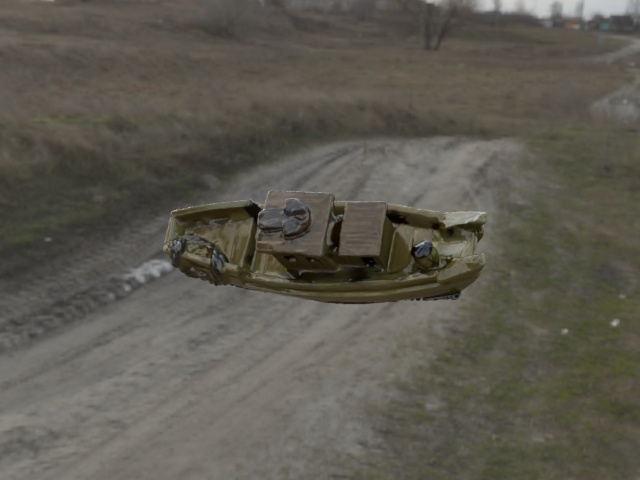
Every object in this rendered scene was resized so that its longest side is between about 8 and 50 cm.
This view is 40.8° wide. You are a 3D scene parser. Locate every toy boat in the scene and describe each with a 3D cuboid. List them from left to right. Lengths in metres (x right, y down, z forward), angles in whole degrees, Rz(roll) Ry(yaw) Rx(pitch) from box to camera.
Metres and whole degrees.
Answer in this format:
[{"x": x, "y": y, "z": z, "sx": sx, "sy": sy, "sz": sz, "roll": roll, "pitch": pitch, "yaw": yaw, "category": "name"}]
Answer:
[{"x": 0.000, "y": 0.000, "z": 0.519, "sx": 0.206, "sy": 0.064, "sz": 0.072, "roll": 0, "pitch": -24, "yaw": 23, "category": "toy boat"}]
